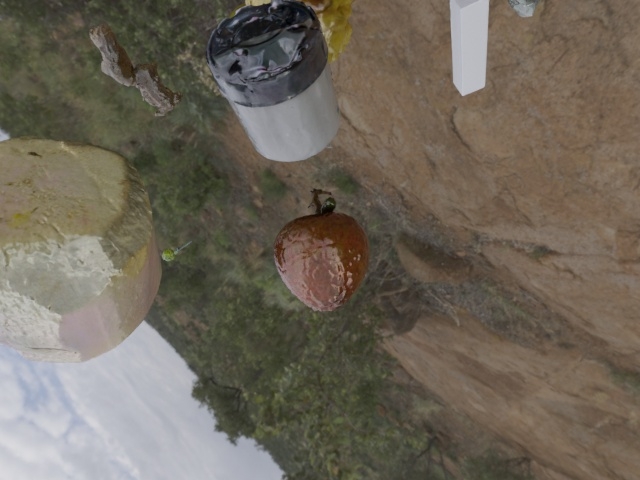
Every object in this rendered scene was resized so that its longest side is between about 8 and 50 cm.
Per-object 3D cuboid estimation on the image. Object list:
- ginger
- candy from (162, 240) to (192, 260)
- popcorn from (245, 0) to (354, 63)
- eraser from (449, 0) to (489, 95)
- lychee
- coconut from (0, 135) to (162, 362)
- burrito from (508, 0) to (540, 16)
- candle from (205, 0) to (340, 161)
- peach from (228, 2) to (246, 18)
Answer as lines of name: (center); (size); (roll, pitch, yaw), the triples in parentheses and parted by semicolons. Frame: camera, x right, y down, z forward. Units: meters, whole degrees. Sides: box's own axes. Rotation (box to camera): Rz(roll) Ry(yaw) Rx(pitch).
ginger: (-0.542, -0.493, 1.198); (0.290, 0.122, 0.084); (42, -169, -41)
candy: (-0.416, 0.026, 1.192); (0.123, 0.035, 0.035); (-26, 136, 27)
popcorn: (-0.056, -0.515, 0.962); (0.265, 0.225, 0.332); (40, 116, 5)
eraser: (0.431, -0.568, 1.185); (0.298, 0.078, 0.076); (58, -166, -56)
lychee: (-0.003, 0.006, 0.442); (0.114, 0.101, 0.140); (91, 154, -75)
coconut: (-0.405, 0.028, 0.642); (0.297, 0.297, 0.310); (41, 142, 16)
burrito: (0.362, -0.501, 0.775); (0.203, 0.064, 0.064); (18, -176, -42)
candle: (-0.055, -0.240, 0.724); (0.187, 0.187, 0.330); (37, 168, 26)
peach: (-0.159, -0.566, 1.169); (0.231, 0.231, 0.231); (40, 158, 20)
